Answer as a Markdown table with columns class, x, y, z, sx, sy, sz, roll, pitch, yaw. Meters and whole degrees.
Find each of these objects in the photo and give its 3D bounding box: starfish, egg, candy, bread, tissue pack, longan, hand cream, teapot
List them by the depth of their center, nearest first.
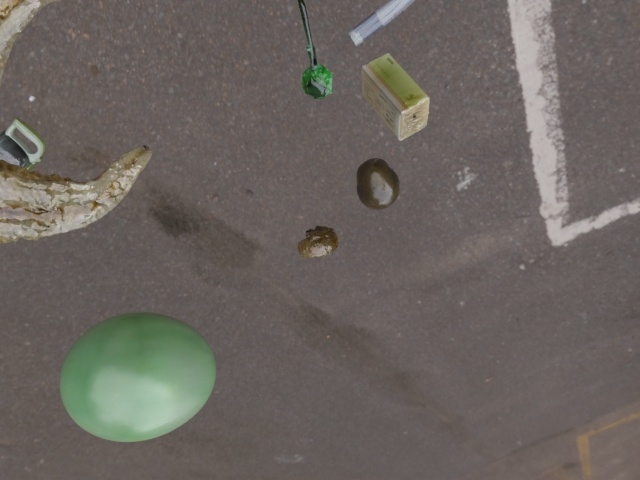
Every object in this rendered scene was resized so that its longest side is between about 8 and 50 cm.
| class | x | y | z | sx | sy | sz | roll | pitch | yaw |
| --- | --- | --- | --- | --- | --- | --- | --- | --- | --- |
| starfish | -0.194 | -0.018 | 0.297 | 0.247 | 0.050 | 0.138 | -44 | 142 | 5 |
| egg | -0.314 | 0.237 | 0.919 | 0.220 | 0.220 | 0.270 | -45 | 152 | 27 |
| teapot | -0.618 | -0.171 | 1.046 | 0.091 | 0.092 | 0.124 | 38 | 136 | -22 |
| bread | 0.000 | 0.000 | 1.218 | 0.082 | 0.113 | 0.060 | -3 | 106 | 20 |
| candy | -0.027 | -0.526 | 1.416 | 0.097 | 0.097 | 0.323 | -18 | 143 | -2 |
| hand cream | 0.191 | -0.634 | 1.432 | 0.255 | 0.079 | 0.048 | -35 | 92 | 14 |
| tissue pack | 0.244 | -0.469 | 1.703 | 0.125 | 0.234 | 0.159 | -31 | 156 | -5 |
| longan | 0.203 | -0.201 | 1.853 | 0.168 | 0.167 | 0.187 | -27 | 116 | 9 |
